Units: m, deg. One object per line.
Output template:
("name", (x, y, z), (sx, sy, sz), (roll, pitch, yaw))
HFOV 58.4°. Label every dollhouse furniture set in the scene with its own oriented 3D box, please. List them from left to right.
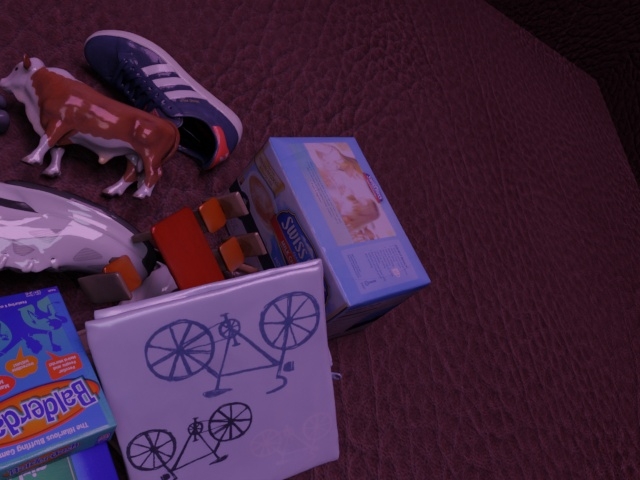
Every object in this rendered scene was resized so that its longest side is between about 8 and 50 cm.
("dollhouse furniture set", (-0.171, 0.079, 0.860), (0.262, 0.135, 0.259), (-43, 117, -46))

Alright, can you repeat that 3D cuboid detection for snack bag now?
("snack bag", (-0.123, 0.218, 0.802), (0.323, 0.037, 0.342), (-14, 109, -21))

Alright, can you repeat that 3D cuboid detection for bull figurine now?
("bull figurine", (-0.405, -0.191, 0.993), (0.310, 0.101, 0.188), (18, 78, -19))

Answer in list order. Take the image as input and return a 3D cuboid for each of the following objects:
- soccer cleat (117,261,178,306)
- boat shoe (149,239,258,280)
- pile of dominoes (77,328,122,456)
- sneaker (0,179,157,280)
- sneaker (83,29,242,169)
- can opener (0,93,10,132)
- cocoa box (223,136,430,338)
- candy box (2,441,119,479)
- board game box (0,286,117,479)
("soccer cleat", (-0.301, 0.103, 0.929), (0.076, 0.068, 0.196), (41, 37, 2))
("boat shoe", (-0.215, 0.048, 1.026), (0.207, 0.073, 0.073), (23, 89, -16))
("pile of dominoes", (-0.252, 0.200, 0.884), (0.251, 0.040, 0.196), (-16, 94, -50))
("sneaker", (-0.476, 0.040, 0.803), (0.447, 0.169, 0.257), (23, 63, -23))
("sneaker", (-0.320, -0.270, 1.127), (0.350, 0.131, 0.148), (33, 44, -14))
("can opener", (-0.635, -0.217, 0.884), (0.280, 0.093, 0.074), (0, 60, -43))
("cocoa box", (0.000, 0.000, 1.111), (0.231, 0.228, 0.347), (-10, 67, -41))
("candy box", (-0.380, 0.304, 0.646), (0.268, 0.122, 0.317), (-9, 57, -39))
("board game box", (-0.357, 0.163, 0.671), (0.160, 0.047, 0.210), (-13, 59, -43))
